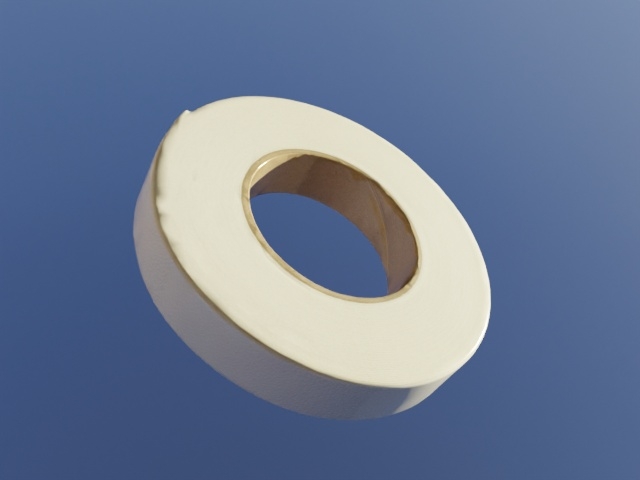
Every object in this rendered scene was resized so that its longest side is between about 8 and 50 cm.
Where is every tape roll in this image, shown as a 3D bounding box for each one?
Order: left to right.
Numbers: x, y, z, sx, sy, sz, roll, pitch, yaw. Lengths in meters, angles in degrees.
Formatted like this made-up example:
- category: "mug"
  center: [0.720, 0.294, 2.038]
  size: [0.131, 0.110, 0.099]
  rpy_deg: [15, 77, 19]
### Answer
- category: "tape roll"
  center: [0.000, 0.000, 0.760]
  size: [0.392, 0.072, 0.392]
  rpy_deg: [19, -136, -19]
